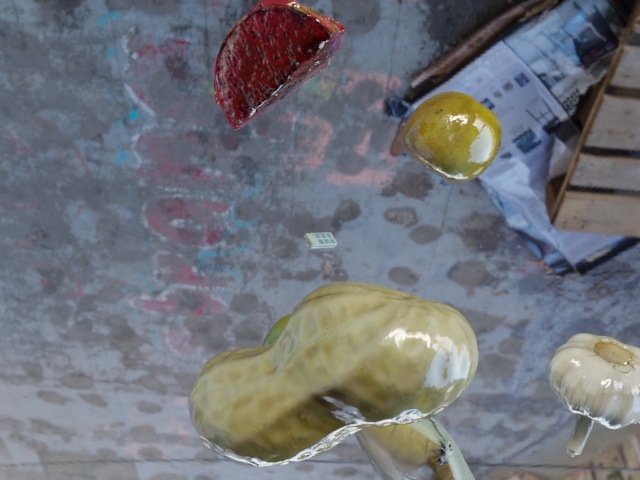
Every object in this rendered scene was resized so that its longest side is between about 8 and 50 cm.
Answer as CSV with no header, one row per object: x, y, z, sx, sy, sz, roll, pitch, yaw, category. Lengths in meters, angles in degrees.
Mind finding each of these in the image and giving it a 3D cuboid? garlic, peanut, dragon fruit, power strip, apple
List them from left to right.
-0.066,-0.326,1.186,0.262,0.211,0.134,-36,87,31,dragon fruit
-0.006,0.109,0.556,0.275,0.111,0.125,-27,83,28,peanut
0.000,0.000,1.659,0.090,0.040,0.016,-2,140,-40,power strip
0.251,-0.198,1.306,0.182,0.182,0.155,28,99,-22,apple
0.500,0.295,1.233,0.199,0.199,0.225,8,109,-4,garlic

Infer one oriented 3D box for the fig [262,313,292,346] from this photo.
-0.072,0.324,1.959,0.207,0.207,0.230,30,113,-24,fig

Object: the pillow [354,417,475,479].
0.160,0.373,1.168,0.119,0.312,0.310,-36,119,-18,pillow
